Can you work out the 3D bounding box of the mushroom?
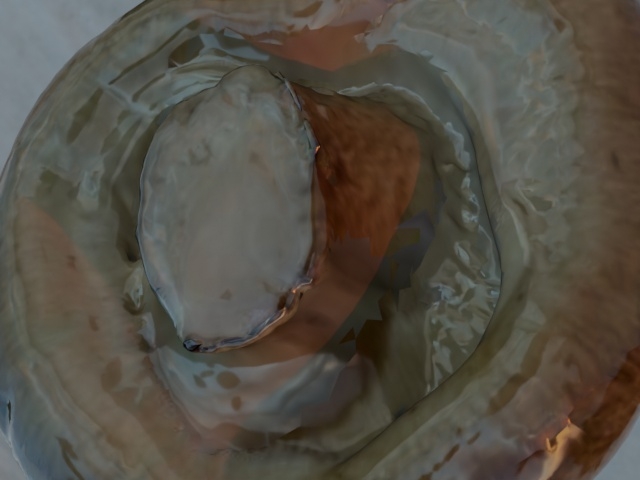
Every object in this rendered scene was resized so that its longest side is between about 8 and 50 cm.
[{"bbox_3d":[0.000,0.000,0.527,0.278,0.278,0.146,35,175,30],"label":"mushroom"}]
